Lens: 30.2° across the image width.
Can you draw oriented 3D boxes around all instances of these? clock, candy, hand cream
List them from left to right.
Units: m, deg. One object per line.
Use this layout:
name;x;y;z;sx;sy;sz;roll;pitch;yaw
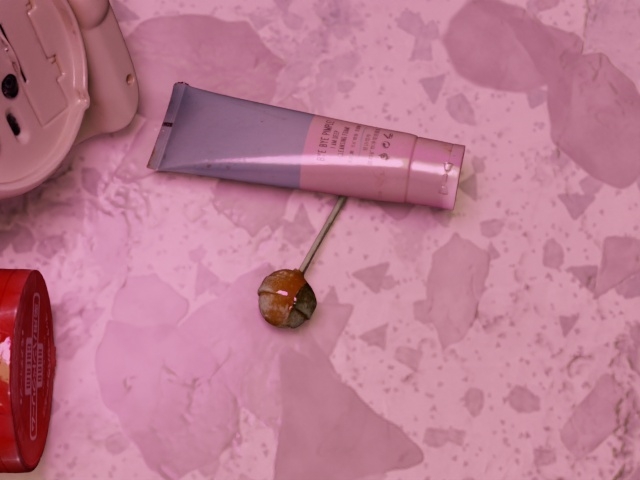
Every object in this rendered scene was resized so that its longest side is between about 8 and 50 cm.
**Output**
clock;-0.315;-0.151;1.061;0.108;0.265;0.324;4;38;32
hand cream;-0.320;0.118;1.081;0.125;0.193;0.193;2;79;-2
hand cream;-0.014;-0.086;1.203;0.312;0.070;0.111;11;62;8
candy;0.000;0.000;1.203;0.061;0.061;0.202;29;70;2
